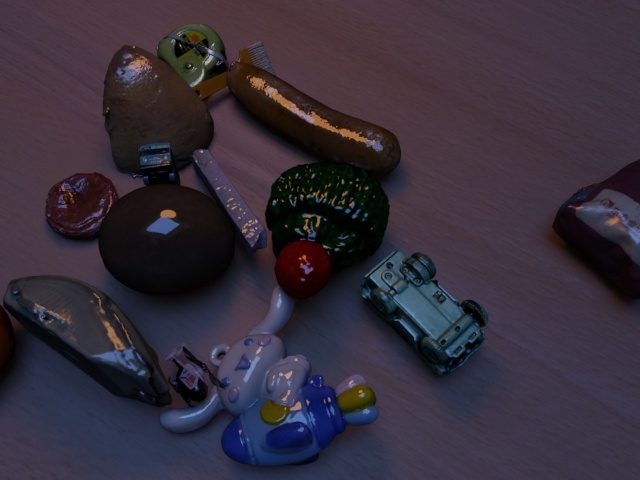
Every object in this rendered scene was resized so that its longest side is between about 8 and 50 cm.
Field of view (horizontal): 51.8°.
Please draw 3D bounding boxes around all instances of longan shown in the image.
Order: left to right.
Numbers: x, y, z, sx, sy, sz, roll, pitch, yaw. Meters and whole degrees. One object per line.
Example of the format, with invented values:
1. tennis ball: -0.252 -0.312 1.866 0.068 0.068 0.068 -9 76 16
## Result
1. longan: -0.333 -0.008 1.454 0.300 0.243 0.300 13 29 -8

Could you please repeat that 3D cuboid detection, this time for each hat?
1. hat: 0.000 0.000 1.444 0.274 0.242 0.332 2 49 17

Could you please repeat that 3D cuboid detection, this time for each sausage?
1. sausage: -0.029 -0.298 1.653 0.501 0.136 0.123 29 49 13

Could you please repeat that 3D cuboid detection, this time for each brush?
1. brush: -0.240 -0.421 1.714 0.272 0.103 0.013 -35 26 -26

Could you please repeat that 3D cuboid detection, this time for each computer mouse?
1. computer mouse: -0.464 0.187 1.361 0.429 0.228 0.145 31 59 14

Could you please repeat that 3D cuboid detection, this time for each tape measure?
1. tape measure: -0.335 -0.484 1.747 0.175 0.106 0.200 -41 72 -6

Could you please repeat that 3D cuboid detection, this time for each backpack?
1. backpack: 0.737 -0.047 1.529 0.317 0.197 0.283 -35 69 -21

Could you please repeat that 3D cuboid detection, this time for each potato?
1. potato: -0.396 -0.296 1.576 0.190 0.264 0.211 17 59 16

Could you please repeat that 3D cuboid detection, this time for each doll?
1. doll: -0.092 0.320 1.330 0.366 0.187 0.376 36 97 24

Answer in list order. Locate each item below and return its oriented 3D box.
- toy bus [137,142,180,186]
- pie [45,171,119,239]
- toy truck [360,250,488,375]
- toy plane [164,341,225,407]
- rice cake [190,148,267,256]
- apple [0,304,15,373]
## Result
1. toy bus: -0.378 -0.160 1.561 0.079 0.160 0.091 -9 64 -6
2. pie: -0.570 -0.085 1.580 0.183 0.049 0.182 -1 65 3
3. toy truck: 0.223 0.153 1.436 0.155 0.156 0.279 -39 73 -18
4. toy plane: -0.268 0.272 1.339 0.078 0.053 0.197 -41 36 -14
5. rice cake: -0.214 -0.096 1.530 0.056 0.072 0.365 -25 51 -16
6. apple: -0.747 0.213 1.331 0.230 0.230 0.229 1 65 -2
